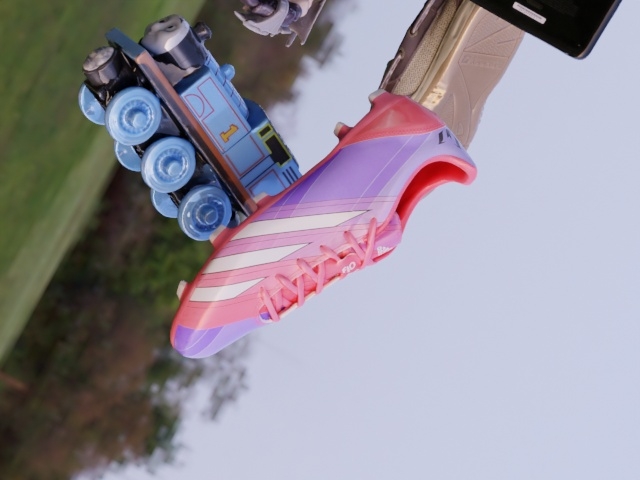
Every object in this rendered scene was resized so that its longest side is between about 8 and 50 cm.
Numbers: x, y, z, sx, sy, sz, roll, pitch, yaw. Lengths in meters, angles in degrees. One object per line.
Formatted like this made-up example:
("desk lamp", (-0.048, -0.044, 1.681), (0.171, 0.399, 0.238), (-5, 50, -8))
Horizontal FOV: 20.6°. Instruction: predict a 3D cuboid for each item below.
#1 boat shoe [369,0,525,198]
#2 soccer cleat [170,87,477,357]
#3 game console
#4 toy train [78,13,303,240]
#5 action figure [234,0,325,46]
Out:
("boat shoe", (0.105, -0.149, 1.744), (0.285, 0.103, 0.092), (-61, -139, 28))
("soccer cleat", (0.000, 0.000, 1.229), (0.248, 0.095, 0.083), (-45, 160, -11))
("game console", (0.200, -0.219, 1.503), (0.107, 0.122, 0.071), (-59, 168, -1))
("toy train", (-0.096, -0.083, 1.277), (0.105, 0.184, 0.080), (-41, -147, -9))
("action figure", (-0.028, -0.296, 1.648), (0.285, 0.099, 0.185), (77, 19, -74))
